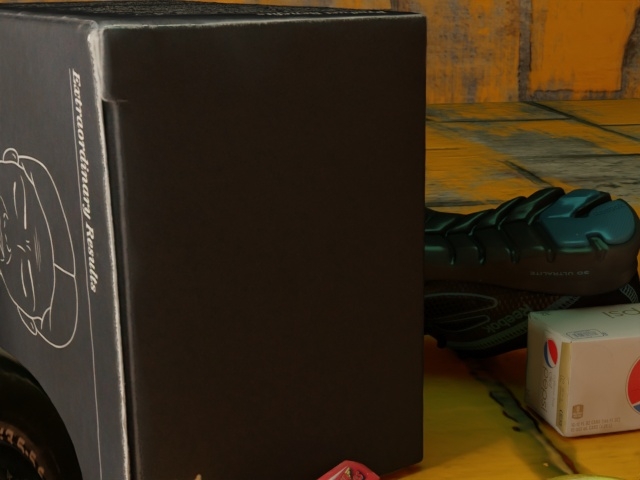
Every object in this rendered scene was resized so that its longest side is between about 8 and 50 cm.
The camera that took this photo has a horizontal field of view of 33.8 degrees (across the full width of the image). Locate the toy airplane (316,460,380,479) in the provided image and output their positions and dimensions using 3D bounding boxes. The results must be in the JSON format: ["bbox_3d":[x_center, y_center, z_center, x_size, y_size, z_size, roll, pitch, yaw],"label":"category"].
[{"bbox_3d":[0.013,0.164,0.562,0.151,0.028,0.151,-1,16,0],"label":"toy airplane"}]

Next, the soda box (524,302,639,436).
[{"bbox_3d":[0.261,0.087,0.767,0.216,0.074,0.069,-3,15,-14],"label":"soda box"}]

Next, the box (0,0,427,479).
[{"bbox_3d":[-0.122,-0.020,0.754,0.212,0.293,0.395,-9,17,-30],"label":"box"}]

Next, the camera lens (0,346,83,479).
[{"bbox_3d":[-0.224,0.127,0.326,0.274,0.219,0.219,3,15,10],"label":"camera lens"}]

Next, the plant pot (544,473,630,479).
[{"bbox_3d":[0.117,0.158,0.449,0.134,0.095,0.134,-1,14,0],"label":"plant pot"}]

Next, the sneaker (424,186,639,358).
[{"bbox_3d":[0.087,0.039,0.864,0.341,0.139,0.125,4,34,26],"label":"sneaker"}]
